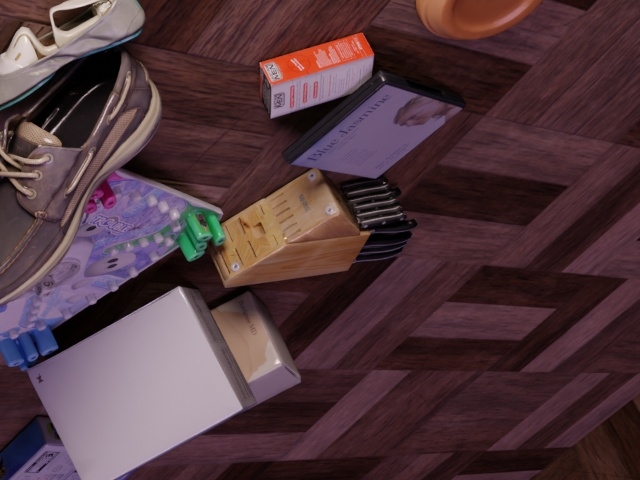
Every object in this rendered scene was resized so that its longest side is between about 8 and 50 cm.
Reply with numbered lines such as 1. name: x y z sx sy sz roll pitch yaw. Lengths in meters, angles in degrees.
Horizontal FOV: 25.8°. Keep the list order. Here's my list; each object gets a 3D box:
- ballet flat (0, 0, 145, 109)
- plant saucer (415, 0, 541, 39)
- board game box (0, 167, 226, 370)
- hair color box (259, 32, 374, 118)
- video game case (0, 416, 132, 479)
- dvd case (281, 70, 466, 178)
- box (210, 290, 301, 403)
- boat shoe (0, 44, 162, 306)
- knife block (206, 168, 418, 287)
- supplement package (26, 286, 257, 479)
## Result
1. ballet flat: -0.296 -0.218 1.533 0.213 0.072 0.068 -28 124 2
2. plant saucer: 0.218 -0.323 1.774 0.200 0.037 0.200 -19 150 -12
3. board game box: -0.356 0.048 1.844 0.390 0.050 0.390 -32 161 14
4. hair color box: -0.005 -0.210 1.777 0.141 0.043 0.072 -19 150 -14
5. video game case: -0.456 0.403 2.412 0.244 0.061 0.269 13 134 -46
6. dvd case: 0.078 -0.153 1.908 0.180 0.022 0.253 -38 160 23
7. box: -0.205 0.222 2.220 0.311 0.148 0.121 -29 157 4
8. boat shoe: -0.316 -0.084 1.547 0.355 0.132 0.130 -58 155 -25
9. knife block: 0.000 0.000 2.078 0.275 0.088 0.242 -31 150 9
10. supplement package: -0.261 0.219 2.074 0.261 0.204 0.145 -29 174 4
